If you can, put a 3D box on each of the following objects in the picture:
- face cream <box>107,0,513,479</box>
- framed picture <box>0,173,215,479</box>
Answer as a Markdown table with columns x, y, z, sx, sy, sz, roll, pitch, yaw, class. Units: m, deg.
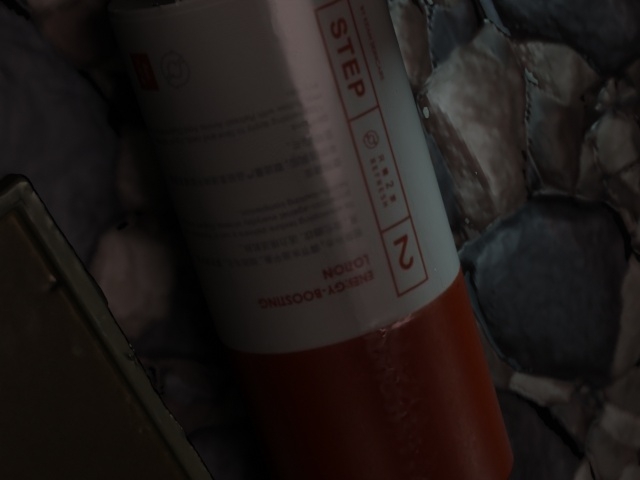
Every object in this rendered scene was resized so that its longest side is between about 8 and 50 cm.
| x | y | z | sx | sy | sz | roll | pitch | yaw | class |
| --- | --- | --- | --- | --- | --- | --- | --- | --- | --- |
| 0.000 | 0.000 | 0.635 | 0.096 | 0.096 | 0.214 | -28 | 111 | -32 | face cream |
| -0.111 | 0.127 | 0.613 | 0.184 | 0.016 | 0.250 | -43 | 118 | -26 | framed picture |
